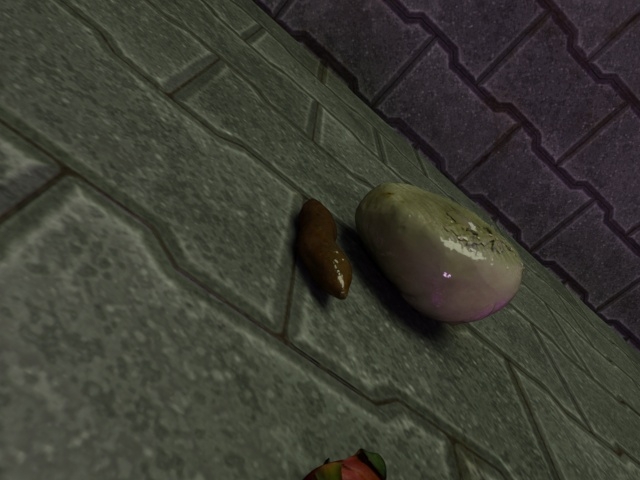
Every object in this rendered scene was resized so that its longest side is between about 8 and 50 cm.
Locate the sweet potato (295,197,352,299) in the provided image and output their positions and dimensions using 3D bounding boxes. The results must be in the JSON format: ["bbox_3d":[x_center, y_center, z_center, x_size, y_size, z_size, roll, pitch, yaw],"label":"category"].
[{"bbox_3d":[-0.003,-0.001,0.665,0.065,0.051,0.218,27,27,-29],"label":"sweet potato"}]

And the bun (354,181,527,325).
[{"bbox_3d":[0.177,0.022,0.799,0.273,0.168,0.273,26,23,-12],"label":"bun"}]

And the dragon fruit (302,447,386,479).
[{"bbox_3d":[0.019,0.183,0.337,0.081,0.086,0.116,4,18,0],"label":"dragon fruit"}]
